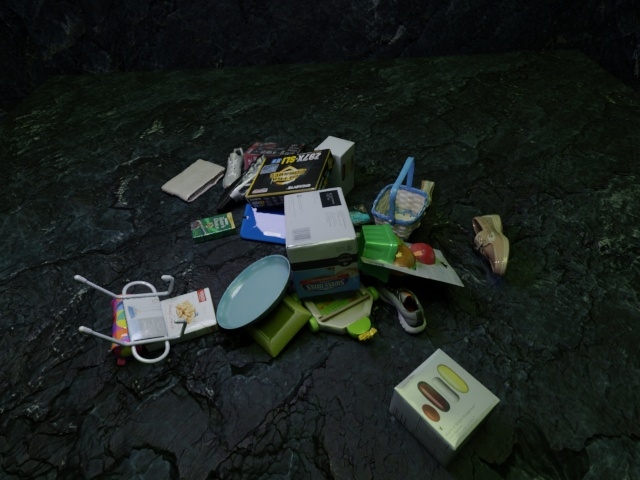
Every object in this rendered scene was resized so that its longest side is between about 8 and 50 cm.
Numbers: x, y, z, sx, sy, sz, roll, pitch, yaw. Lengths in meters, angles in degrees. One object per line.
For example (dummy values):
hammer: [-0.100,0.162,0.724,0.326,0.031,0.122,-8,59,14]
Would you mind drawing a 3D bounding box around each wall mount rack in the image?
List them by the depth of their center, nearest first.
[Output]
wall mount rack: [-0.606,0.222,1.317,0.304,0.130,0.350,-1,40,-34]

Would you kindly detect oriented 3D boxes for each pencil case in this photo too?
pencil case: [-0.657,0.291,1.393,0.104,0.104,0.236,-14,45,-11]

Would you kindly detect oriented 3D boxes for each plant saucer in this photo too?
plant saucer: [-0.157,0.260,1.385,0.188,0.045,0.188,33,73,36]
plant saucer: [-0.224,0.182,1.430,0.317,0.044,0.318,-28,32,20]

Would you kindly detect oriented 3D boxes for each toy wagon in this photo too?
toy wagon: [0.069,0.228,1.440,0.267,0.068,0.344,-24,48,-20]

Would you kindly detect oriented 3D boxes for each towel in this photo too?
towel: [-0.620,-0.298,2.037,0.187,0.049,0.282,22,50,26]

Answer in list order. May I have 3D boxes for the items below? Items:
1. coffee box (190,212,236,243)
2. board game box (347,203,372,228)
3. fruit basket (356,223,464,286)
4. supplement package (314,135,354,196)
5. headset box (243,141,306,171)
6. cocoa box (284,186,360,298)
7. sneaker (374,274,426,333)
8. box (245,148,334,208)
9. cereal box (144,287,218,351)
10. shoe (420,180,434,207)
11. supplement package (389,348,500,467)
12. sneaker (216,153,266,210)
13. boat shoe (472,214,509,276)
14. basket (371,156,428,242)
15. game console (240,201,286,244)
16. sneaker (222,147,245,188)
coffee box: [-0.462,-0.055,1.780,0.184,0.040,0.113,-14,45,-11]
board game box: [0.118,-0.095,1.801,0.186,0.026,0.126,-12,45,-10]
fruit basket: [0.305,0.069,1.500,0.353,0.165,0.327,18,20,-6]
supplement package: [0.067,-0.326,1.886,0.134,0.244,0.139,21,49,23]
headset box: [-0.233,-0.407,2.050,0.293,0.110,0.218,5,29,8]
cocoa box: [0.000,0.000,1.485,0.231,0.228,0.347,-8,36,-1]
sneaker: [0.279,0.192,1.437,0.100,0.108,0.271,-20,43,-15]
box: [-0.122,-0.258,1.722,0.322,0.079,0.257,-3,46,25]
cereal box: [-0.490,0.271,1.439,0.240,0.047,0.173,-17,46,-13]
shoe: [0.477,-0.203,1.857,0.058,0.077,0.219,6,42,16]
supplement package: [0.333,0.453,1.133,0.194,0.149,0.203,-32,52,-26]
sneaker: [-0.332,-0.232,1.904,0.330,0.146,0.122,-46,26,-8]
boat shoe: [0.653,0.017,1.599,0.110,0.122,0.341,2,34,12]
basket: [0.325,-0.159,1.664,0.201,0.289,0.255,14,49,24]
game console: [-0.170,-0.091,1.813,0.293,0.173,0.250,8,76,12]
sneaker: [-0.430,-0.359,2.035,0.099,0.121,0.262,-1,44,4]
